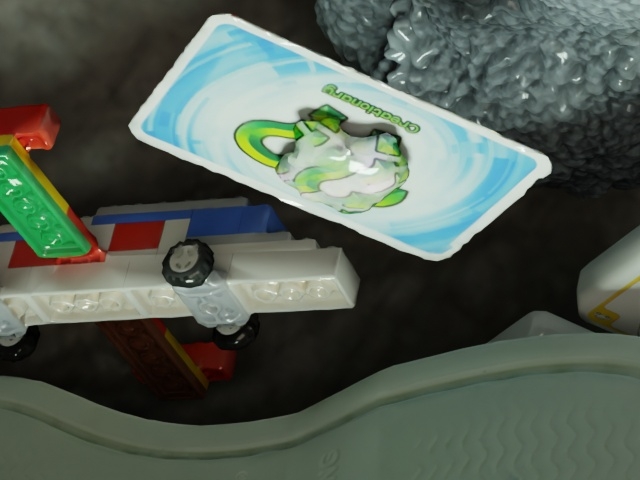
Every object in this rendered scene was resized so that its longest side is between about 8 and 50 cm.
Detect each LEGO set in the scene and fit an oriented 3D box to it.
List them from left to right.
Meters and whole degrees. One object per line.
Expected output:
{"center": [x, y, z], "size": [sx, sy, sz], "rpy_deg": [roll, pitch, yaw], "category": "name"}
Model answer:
{"center": [0.000, 0.000, 0.464], "size": [0.244, 0.182, 0.060], "rpy_deg": [22, 56, -17], "category": "LEGO set"}

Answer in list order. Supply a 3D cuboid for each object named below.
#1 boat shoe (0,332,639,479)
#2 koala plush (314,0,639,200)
{"center": [-0.031, 0.095, 0.470], "size": [0.303, 0.114, 0.091], "rpy_deg": [-4, 141, 29], "category": "boat shoe"}
{"center": [0.071, -0.097, 0.414], "size": [0.196, 0.221, 0.203], "rpy_deg": [-7, 100, -3], "category": "koala plush"}
